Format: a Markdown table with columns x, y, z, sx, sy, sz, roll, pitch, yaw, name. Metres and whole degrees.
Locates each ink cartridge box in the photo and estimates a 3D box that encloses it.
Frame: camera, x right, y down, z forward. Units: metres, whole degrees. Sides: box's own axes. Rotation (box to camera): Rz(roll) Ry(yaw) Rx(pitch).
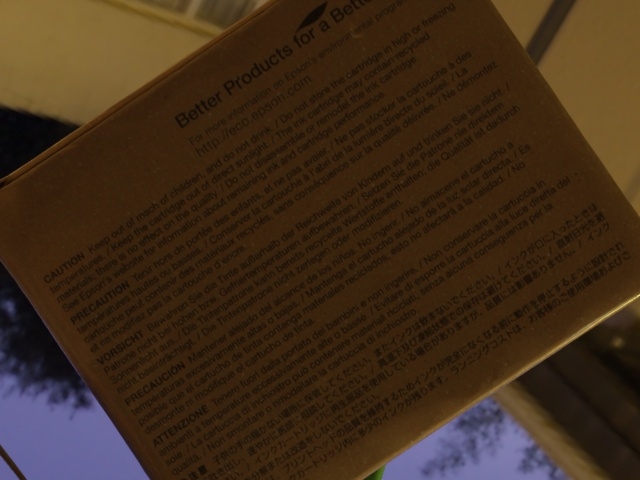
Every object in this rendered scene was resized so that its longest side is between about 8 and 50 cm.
| x | y | z | sx | sy | sz | roll | pitch | yaw | name |
| --- | --- | --- | --- | --- | --- | --- | --- | --- | --- |
| 0.000 | 0.000 | 0.571 | 0.193 | 0.234 | 0.088 | 57 | -178 | 2 | ink cartridge box |

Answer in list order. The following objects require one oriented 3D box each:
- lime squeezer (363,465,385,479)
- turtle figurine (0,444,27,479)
| x | y | z | sx | sy | sz | roll | pitch | yaw | name |
| --- | --- | --- | --- | --- | --- | --- | --- | --- | --- |
| -0.005 | 0.197 | 0.608 | 0.059 | 0.310 | 0.110 | 14 | 152 | 18 | lime squeezer |
| -0.300 | 0.335 | 1.182 | 0.274 | 0.266 | 0.198 | 12 | -140 | 30 | turtle figurine |
